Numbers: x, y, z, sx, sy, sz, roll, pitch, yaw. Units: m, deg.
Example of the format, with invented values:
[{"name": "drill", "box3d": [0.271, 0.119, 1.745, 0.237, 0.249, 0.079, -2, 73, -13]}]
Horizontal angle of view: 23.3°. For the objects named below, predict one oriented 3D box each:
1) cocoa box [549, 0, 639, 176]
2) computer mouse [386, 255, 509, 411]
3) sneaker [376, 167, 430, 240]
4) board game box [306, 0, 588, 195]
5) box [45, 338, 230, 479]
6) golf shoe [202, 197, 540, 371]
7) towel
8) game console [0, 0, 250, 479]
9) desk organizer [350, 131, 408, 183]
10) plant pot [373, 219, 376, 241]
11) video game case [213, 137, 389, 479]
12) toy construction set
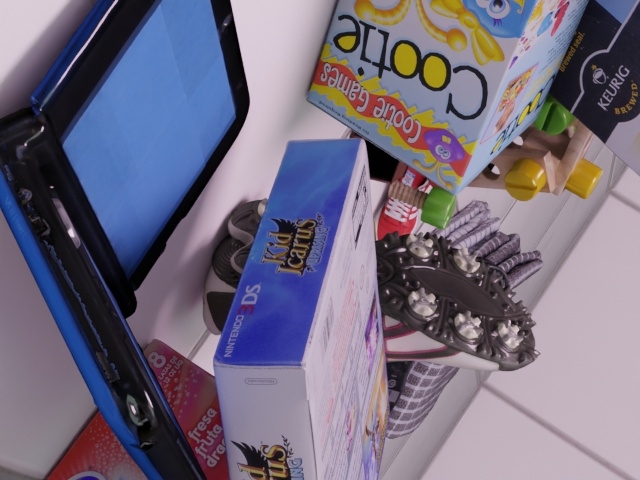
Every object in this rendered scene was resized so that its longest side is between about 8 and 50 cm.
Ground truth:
[{"name": "cocoa box", "box3d": [0.312, -0.258, 1.183, 0.231, 0.228, 0.347, -30, 157, -40]}, {"name": "computer mouse", "box3d": [0.104, 0.109, 1.783, 0.262, 0.184, 0.060, -69, -153, 24]}, {"name": "sneaker", "box3d": [0.085, -0.044, 1.566, 0.118, 0.042, 0.067, -66, 170, 3]}, {"name": "board game box", "box3d": [0.113, -0.197, 1.118, 0.144, 0.142, 0.275, -42, 159, -44]}, {"name": "box", "box3d": [-0.149, 0.247, 1.195, 0.300, 0.142, 0.154, -54, 165, -12]}, {"name": "golf shoe", "box3d": [0.040, 0.053, 1.236, 0.105, 0.272, 0.120, -85, -160, -45]}, {"name": "towel", "box3d": [0.154, 0.103, 1.962, 0.283, 0.121, 0.235, -32, 152, -60]}, {"name": "game console", "box3d": [-0.071, -0.002, 0.883, 0.173, 0.250, 0.293, -28, 161, -7]}, {"name": "desk organizer", "box3d": [0.062, -0.105, 1.348, 0.050, 0.047, 0.130, -39, 157, -46]}, {"name": "plant pot", "box3d": [0.000, 0.000, 1.302, 0.083, 0.081, 0.081, -71, -174, -64]}, {"name": "video game case", "box3d": [-0.005, 0.102, 1.030, 0.269, 0.061, 0.244, -74, 160, -57]}, {"name": "toy construction set", "box3d": [0.249, -0.129, 1.488, 0.309, 0.237, 0.258, -28, 139, -68]}]
